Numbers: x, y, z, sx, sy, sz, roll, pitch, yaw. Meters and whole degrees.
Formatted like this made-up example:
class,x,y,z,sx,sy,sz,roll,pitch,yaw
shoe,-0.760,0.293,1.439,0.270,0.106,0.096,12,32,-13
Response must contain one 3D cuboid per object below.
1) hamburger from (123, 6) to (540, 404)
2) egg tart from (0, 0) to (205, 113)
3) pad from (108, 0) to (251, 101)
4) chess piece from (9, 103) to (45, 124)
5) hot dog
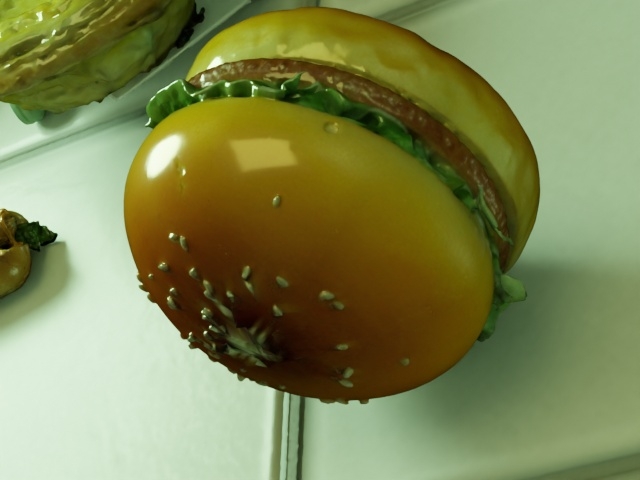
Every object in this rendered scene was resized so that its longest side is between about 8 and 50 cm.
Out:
class,x,y,z,sx,sy,sz,roll,pitch,yaw
hamburger,0.000,-0.001,0.868,0.246,0.246,0.170,-1,46,36
egg tart,-0.198,-0.202,1.200,0.315,0.120,0.315,-15,45,16
pad,-0.107,-0.214,1.247,0.232,0.004,0.156,-39,43,-6
chess piece,-0.212,-0.132,1.263,0.093,0.042,0.042,-23,48,13
hot dog,-0.293,0.031,1.190,0.188,0.055,0.072,-30,44,16
